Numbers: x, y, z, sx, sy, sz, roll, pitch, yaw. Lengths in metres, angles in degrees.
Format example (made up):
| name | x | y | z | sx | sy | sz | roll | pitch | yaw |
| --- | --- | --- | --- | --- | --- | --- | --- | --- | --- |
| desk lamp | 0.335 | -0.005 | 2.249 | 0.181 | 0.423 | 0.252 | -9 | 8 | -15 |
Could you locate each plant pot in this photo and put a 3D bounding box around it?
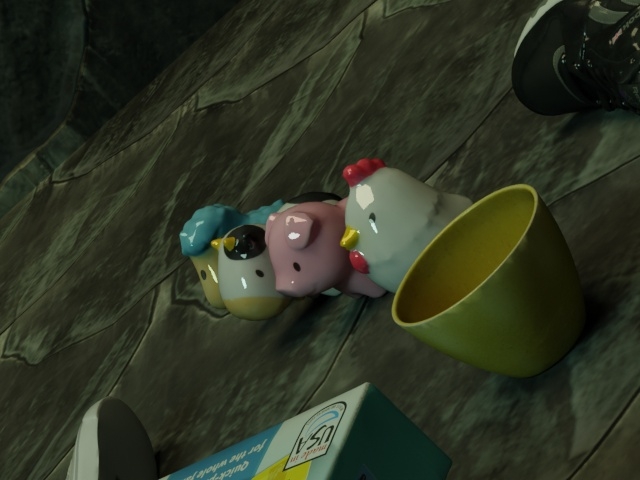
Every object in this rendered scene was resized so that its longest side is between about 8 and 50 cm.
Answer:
| name | x | y | z | sx | sy | sz | roll | pitch | yaw |
| --- | --- | --- | --- | --- | --- | --- | --- | --- | --- |
| plant pot | 0.131 | 0.041 | 1.397 | 0.134 | 0.095 | 0.134 | -40 | 18 | 16 |

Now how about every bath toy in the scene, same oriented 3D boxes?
| name | x | y | z | sx | sy | sz | roll | pitch | yaw |
| --- | --- | --- | --- | --- | --- | --- | --- | --- | --- |
| bath toy | 0.000 | 0.000 | 1.744 | 0.151 | 0.129 | 0.348 | -52 | 19 | -22 |

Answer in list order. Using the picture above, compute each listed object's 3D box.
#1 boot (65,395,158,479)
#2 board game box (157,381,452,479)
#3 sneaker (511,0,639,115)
| name | x | y | z | sx | sy | sz | roll | pitch | yaw |
| --- | --- | --- | --- | --- | --- | --- | --- | --- | --- |
| boot | -0.220 | 0.240 | 1.743 | 0.123 | 0.095 | 0.258 | -33 | 21 | 15 |
| board game box | -0.085 | 0.255 | 1.096 | 0.254 | 0.079 | 0.336 | -29 | 24 | 40 |
| sneaker | 0.245 | -0.148 | 1.569 | 0.283 | 0.107 | 0.124 | -26 | 31 | 47 |
